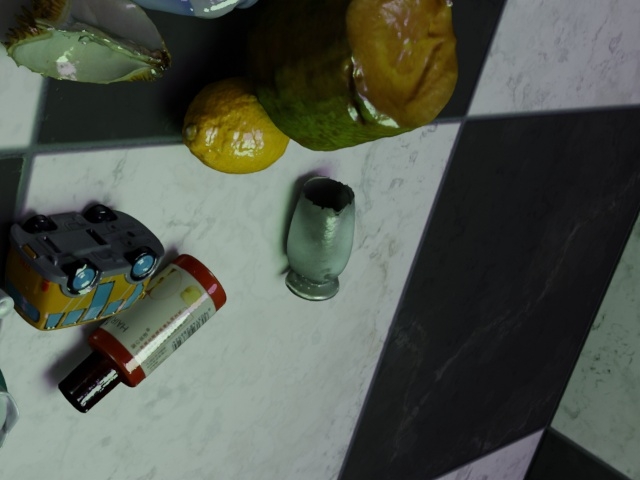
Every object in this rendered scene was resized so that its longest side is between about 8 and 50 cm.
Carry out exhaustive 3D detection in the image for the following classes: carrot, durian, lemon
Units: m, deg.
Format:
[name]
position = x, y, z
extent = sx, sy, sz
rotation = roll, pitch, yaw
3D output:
[carrot]
position = 0.029, -0.248, 1.629
extent = 0.241, 0.341, 0.241
rotation = 4, 83, -38
[durian]
position = -0.280, -0.240, 1.413
extent = 0.144, 0.139, 0.252
rotation = -56, 148, 5
[lemon]
position = -0.121, -0.162, 1.682
extent = 0.187, 0.142, 0.142
rotation = -11, 125, -51

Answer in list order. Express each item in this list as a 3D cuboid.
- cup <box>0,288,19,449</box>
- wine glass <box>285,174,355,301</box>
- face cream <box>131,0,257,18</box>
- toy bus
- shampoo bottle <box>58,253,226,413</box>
[cup]
position = -0.472, 0.192, 1.486
extent = 0.167, 0.173, 0.299
rotation = 25, 97, -56
[wine glass]
position = 0.000, 0.000, 2.003
extent = 0.111, 0.111, 0.204
rotation = -25, 139, -40
[face cream]
position = -0.212, -0.409, 1.412
extent = 0.420, 0.137, 0.235
rotation = 32, 92, -46
[toy bus]
position = -0.324, 0.043, 1.605
extent = 0.209, 0.126, 0.136
rotation = -13, 136, -48
[shampoo bottle]
position = -0.271, 0.145, 1.773
extent = 0.278, 0.104, 0.104
rotation = -44, 145, -21
